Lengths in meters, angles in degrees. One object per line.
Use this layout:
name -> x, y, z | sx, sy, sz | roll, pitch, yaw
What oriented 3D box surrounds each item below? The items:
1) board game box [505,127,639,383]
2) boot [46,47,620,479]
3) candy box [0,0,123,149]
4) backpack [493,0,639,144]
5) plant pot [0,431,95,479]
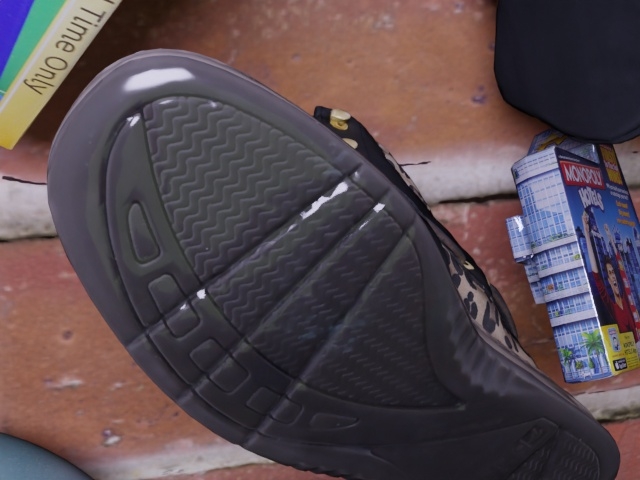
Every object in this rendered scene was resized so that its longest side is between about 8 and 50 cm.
board game box -> 0.185, -0.001, 0.618 | 0.060, 0.194, 0.194 | -19, 167, 31
boot -> 0.000, 0.000, 0.517 | 0.138, 0.284, 0.377 | -46, 122, 12
candy box -> -0.219, -0.205, 0.367 | 0.317, 0.122, 0.268 | 25, 142, -27
backpack -> 0.301, -0.229, 0.509 | 0.355, 0.273, 0.290 | -34, 142, -27
plant pot -> -0.286, 0.238, 0.589 | 0.293, 0.293, 0.196 | -40, 95, 7
